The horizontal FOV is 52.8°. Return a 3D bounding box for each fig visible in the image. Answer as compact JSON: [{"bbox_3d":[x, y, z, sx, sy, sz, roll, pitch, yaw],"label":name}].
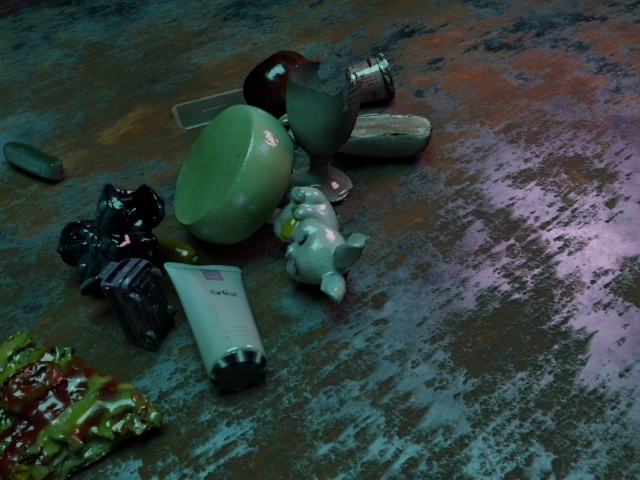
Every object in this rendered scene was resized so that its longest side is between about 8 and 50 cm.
[{"bbox_3d":[-0.127,-0.471,1.997,0.234,0.215,0.235,-9,33,6],"label":"fig"}]

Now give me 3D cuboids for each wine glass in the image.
[{"bbox_3d":[0.004,-0.277,1.635,0.190,0.357,0.190,2,37,-2],"label":"wine glass"}]

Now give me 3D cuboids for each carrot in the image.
[{"bbox_3d":[-0.390,0.021,1.584,0.225,0.067,0.067,18,47,28],"label":"carrot"}]

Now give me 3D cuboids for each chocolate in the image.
[{"bbox_3d":[0.164,-0.292,1.833,0.303,0.101,0.185,2,32,6],"label":"chocolate"}]

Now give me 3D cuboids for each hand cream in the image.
[{"bbox_3d":[-0.212,0.157,1.371,0.185,0.118,0.359,3,34,-27],"label":"hand cream"}]

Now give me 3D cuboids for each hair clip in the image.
[{"bbox_3d":[-0.468,0.010,1.475,0.194,0.310,0.206,-3,71,-43],"label":"hair clip"}]

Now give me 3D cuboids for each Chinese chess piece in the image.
[{"bbox_3d":[-0.213,-0.159,1.581,0.349,0.146,0.350,-31,45,37],"label":"Chinese chess piece"}]

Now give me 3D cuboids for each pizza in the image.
[{"bbox_3d":[-0.502,0.317,1.221,0.405,0.130,0.440,-9,42,2],"label":"pizza"}]

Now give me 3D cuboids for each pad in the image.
[{"bbox_3d":[-0.354,-0.439,2.140,0.266,0.002,0.176,-17,43,-11],"label":"pad"}]

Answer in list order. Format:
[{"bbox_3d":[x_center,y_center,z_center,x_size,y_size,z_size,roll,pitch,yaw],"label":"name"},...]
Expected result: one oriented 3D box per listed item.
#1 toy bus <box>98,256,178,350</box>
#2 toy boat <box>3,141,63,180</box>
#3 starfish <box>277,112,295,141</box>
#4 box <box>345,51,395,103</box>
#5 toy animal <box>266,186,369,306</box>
[{"bbox_3d":[-0.383,0.131,1.359,0.108,0.199,0.096,10,43,23],"label":"toy bus"},{"bbox_3d":[-0.865,-0.244,1.941,0.260,0.078,0.085,21,25,26],"label":"toy boat"},{"bbox_3d":[-0.049,-0.356,1.905,0.209,0.150,0.053,-29,15,-5],"label":"starfish"},{"bbox_3d":[0.153,-0.506,2.044,0.135,0.151,0.151,-16,42,2],"label":"box"},{"bbox_3d":[-0.005,0.004,1.450,0.154,0.209,0.325,14,13,-40],"label":"toy animal"}]
